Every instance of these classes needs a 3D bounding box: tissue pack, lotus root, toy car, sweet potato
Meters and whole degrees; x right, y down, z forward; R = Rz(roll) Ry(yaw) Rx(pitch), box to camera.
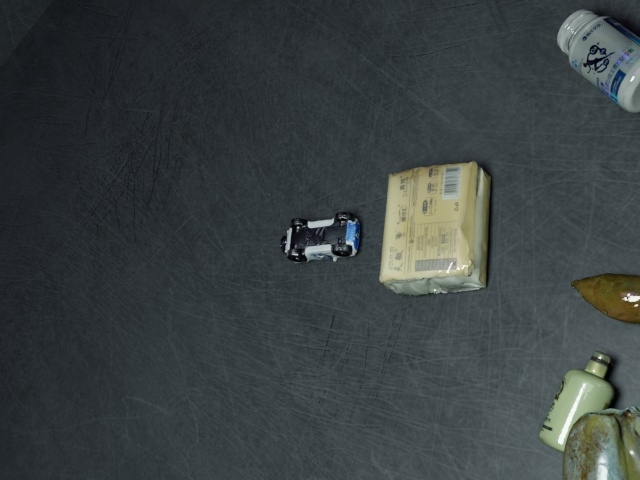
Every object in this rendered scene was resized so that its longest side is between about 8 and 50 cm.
[{"bbox_3d":[0.202,-0.018,1.737,0.186,0.090,0.222,-8,68,32],"label":"tissue pack"},{"bbox_3d":[0.418,0.392,1.368,0.158,0.140,0.322,1,76,-6],"label":"lotus root"},{"bbox_3d":[0.000,0.000,1.890,0.171,0.070,0.080,-8,67,32],"label":"toy car"},{"bbox_3d":[0.490,0.093,1.484,0.269,0.075,0.075,15,80,37],"label":"sweet potato"}]

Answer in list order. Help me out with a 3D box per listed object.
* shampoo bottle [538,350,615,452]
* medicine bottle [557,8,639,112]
[{"bbox_3d":[0.394,0.243,1.487,0.079,0.079,0.162,21,84,40],"label":"shampoo bottle"},{"bbox_3d":[0.483,-0.302,1.637,0.107,0.107,0.191,-47,51,11],"label":"medicine bottle"}]
